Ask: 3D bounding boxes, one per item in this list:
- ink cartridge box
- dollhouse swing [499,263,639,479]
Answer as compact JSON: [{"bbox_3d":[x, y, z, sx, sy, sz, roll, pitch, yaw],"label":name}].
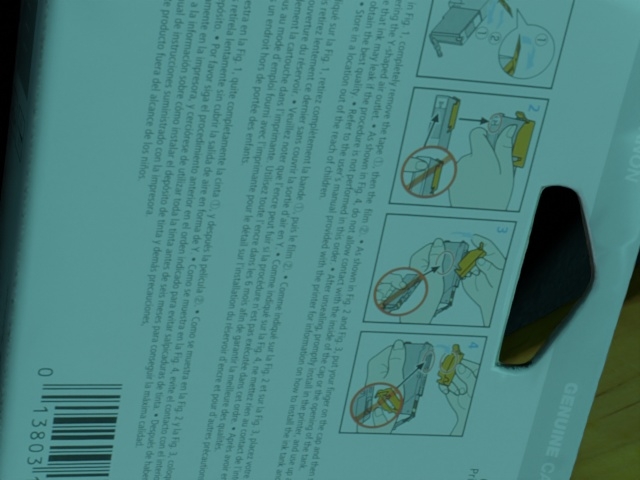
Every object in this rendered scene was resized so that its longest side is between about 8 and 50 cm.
[{"bbox_3d":[0.000,0.000,0.711,0.261,0.066,0.296,2,118,-19],"label":"ink cartridge box"},{"bbox_3d":[0.167,-0.095,0.965,0.347,0.305,0.315,-59,-170,-28],"label":"dollhouse swing"}]
